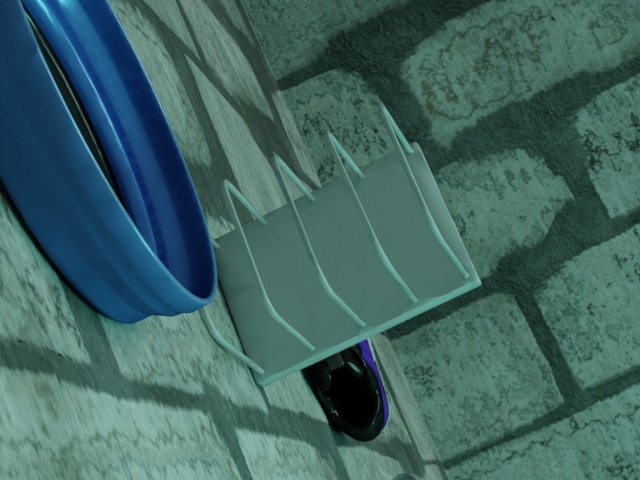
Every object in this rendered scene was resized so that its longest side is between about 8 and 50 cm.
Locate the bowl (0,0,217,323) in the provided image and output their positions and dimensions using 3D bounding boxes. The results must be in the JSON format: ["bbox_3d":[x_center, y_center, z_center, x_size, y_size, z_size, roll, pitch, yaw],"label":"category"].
[{"bbox_3d":[-0.205,-0.111,1.224,0.391,0.077,0.391,-24,90,-84],"label":"bowl"}]

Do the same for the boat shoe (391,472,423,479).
[{"bbox_3d":[0.129,0.395,2.101,0.227,0.079,0.081,-98,167,-61],"label":"boat shoe"}]

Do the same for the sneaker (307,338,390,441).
[{"bbox_3d":[0.020,0.145,2.048,0.146,0.102,0.293,-13,78,-83],"label":"sneaker"}]

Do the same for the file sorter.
[{"bbox_3d":[0.000,0.000,1.619,0.193,0.278,0.173,68,8,26],"label":"file sorter"}]
